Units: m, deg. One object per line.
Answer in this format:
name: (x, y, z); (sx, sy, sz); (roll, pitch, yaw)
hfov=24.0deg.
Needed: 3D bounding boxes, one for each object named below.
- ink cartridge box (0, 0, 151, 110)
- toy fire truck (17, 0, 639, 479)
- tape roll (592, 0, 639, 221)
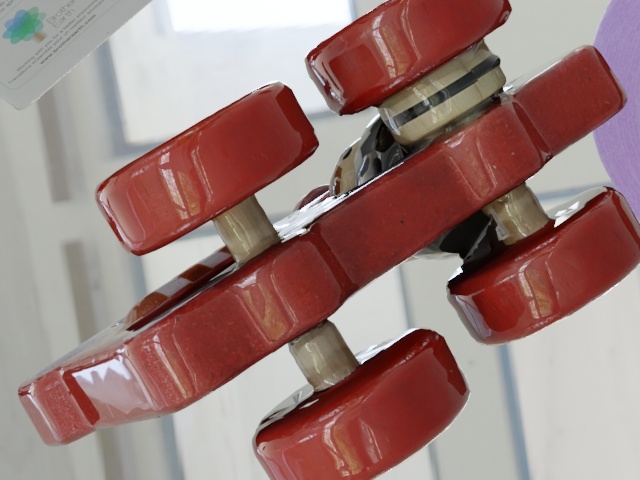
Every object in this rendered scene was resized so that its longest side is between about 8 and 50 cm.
ink cartridge box: (-0.221, -0.276, 0.932); (0.151, 0.270, 0.395); (54, -172, 24)
toy fire truck: (0.000, 0.000, 0.764); (0.302, 0.254, 0.169); (-35, -83, -26)
tape roll: (0.308, -0.094, 0.925); (0.090, 0.274, 0.275); (-49, -50, -46)
